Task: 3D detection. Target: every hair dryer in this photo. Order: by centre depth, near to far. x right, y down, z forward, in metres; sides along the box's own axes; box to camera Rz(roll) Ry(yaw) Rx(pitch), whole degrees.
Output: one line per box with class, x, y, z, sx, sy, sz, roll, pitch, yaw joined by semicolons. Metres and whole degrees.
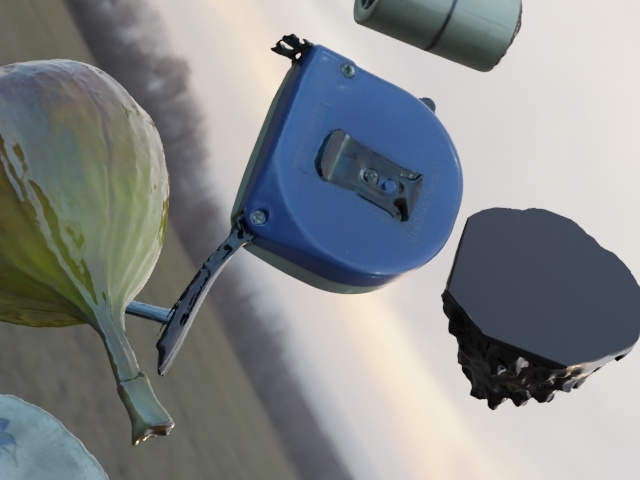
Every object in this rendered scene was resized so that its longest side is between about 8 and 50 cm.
hair dryer;0.206;-0.380;2.418;0.362;0.203;0.128;127;-23;-45

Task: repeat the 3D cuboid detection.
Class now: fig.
fig;-0.135;0.007;1.051;0.230;0.160;0.143;48;6;7

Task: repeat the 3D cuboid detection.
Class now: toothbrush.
toothbrush;-0.238;0.046;1.781;0.016;0.220;0.019;-15;120;-81

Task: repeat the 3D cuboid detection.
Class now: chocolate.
chocolate;0.215;0.101;1.971;0.224;0.206;0.177;-69;-179;-47

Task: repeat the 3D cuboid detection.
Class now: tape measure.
tape measure;0.000;0.000;1.730;0.215;0.351;0.098;26;-22;-13

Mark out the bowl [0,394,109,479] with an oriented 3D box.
bowl;-0.350;0.300;1.734;0.313;0.313;0.146;61;15;1
